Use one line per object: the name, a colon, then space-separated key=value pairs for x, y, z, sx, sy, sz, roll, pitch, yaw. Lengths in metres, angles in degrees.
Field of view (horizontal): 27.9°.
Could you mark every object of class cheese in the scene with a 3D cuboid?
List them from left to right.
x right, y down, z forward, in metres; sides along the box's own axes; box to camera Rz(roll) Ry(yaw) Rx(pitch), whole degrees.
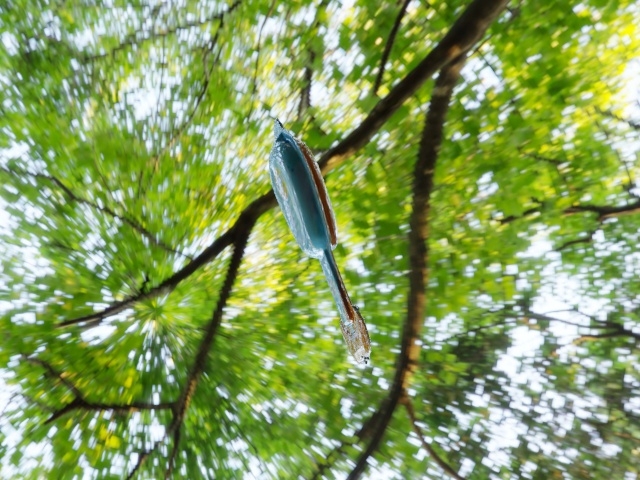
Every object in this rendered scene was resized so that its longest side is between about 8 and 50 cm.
cheese: x=0.000 y=0.000 z=1.255 sx=0.037 sy=0.106 sz=0.256 roll=-20 pitch=-99 yaw=-14
